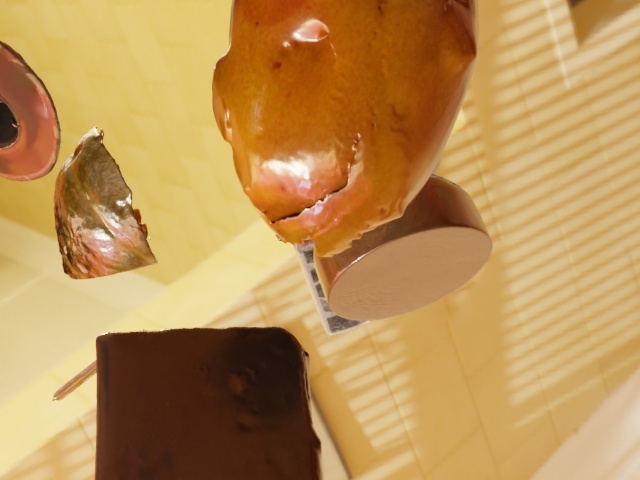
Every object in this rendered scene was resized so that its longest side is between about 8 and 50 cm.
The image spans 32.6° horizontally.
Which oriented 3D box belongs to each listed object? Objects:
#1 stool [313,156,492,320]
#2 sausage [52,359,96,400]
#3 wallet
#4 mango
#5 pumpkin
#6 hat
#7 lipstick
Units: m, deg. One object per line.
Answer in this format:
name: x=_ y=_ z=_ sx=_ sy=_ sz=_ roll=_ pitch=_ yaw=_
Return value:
stool: x=0.051 y=-0.072 z=1.162 sx=0.179 sy=0.179 sz=0.264 roll=-21 pitch=-118 yaw=1
sausage: x=-0.303 y=0.174 z=1.395 sx=0.100 sy=0.015 sz=0.015 roll=-38 pitch=-153 yaw=3
wallet: x=-0.091 y=0.237 z=0.906 sx=0.197 sy=0.051 sz=0.377 roll=-2 pitch=-119 yaw=-7
mango: x=0.021 y=-0.132 z=0.861 sx=0.201 sy=0.287 sz=0.152 roll=18 pitch=-172 yaw=29
pumpkin: x=-0.275 y=-0.046 z=1.293 sx=0.111 sy=0.163 sz=0.278 roll=-20 pitch=-170 yaw=-9
hat: x=-0.196 y=-0.088 z=0.633 sx=0.121 sy=0.121 sz=0.050 roll=-6 pitch=-129 yaw=28
lipstick: x=0.000 y=0.000 z=1.472 sx=0.077 sy=0.290 sz=0.076 roll=-20 pitch=-144 yaw=-1
